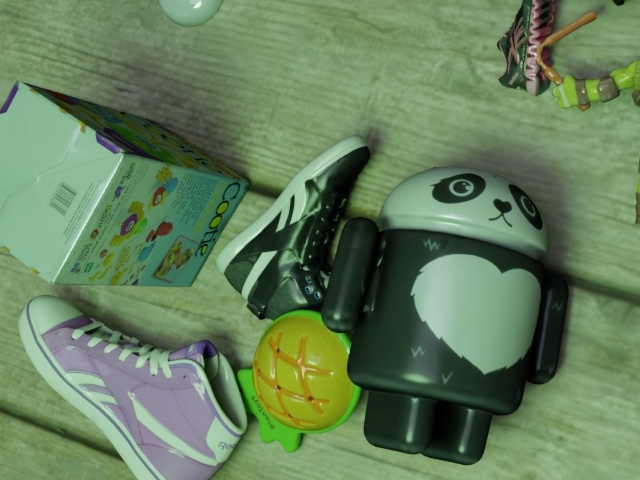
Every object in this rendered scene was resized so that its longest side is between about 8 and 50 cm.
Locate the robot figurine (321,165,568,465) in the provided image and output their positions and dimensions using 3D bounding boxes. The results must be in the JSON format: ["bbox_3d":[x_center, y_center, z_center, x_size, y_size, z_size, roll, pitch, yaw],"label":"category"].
[{"bbox_3d":[0.122,0.067,1.111,0.174,0.209,0.278,7,80,29],"label":"robot figurine"}]

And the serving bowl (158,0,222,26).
[{"bbox_3d":[-0.151,-0.286,1.324,0.083,0.027,0.083,-1,86,21],"label":"serving bowl"}]

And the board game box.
[{"bbox_3d":[-0.215,-0.048,1.200,0.142,0.275,0.144,34,99,19],"label":"board game box"}]

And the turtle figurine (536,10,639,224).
[{"bbox_3d":[0.348,-0.130,1.093,0.270,0.087,0.217,-9,88,11],"label":"turtle figurine"}]

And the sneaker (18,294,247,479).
[{"bbox_3d":[-0.192,0.131,1.267,0.282,0.102,0.161,44,113,7],"label":"sneaker"}]

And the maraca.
[{"bbox_3d":[-0.024,0.147,1.216,0.127,0.099,0.185,56,130,15],"label":"maraca"}]

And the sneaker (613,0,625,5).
[{"bbox_3d":[0.307,-0.269,1.134,0.188,0.067,0.078,3,114,30],"label":"sneaker"}]

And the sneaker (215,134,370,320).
[{"bbox_3d":[0.000,0.000,1.229,0.217,0.079,0.121,-44,77,21],"label":"sneaker"}]

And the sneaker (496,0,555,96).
[{"bbox_3d":[0.202,-0.206,1.173,0.057,0.047,0.119,12,106,36],"label":"sneaker"}]
